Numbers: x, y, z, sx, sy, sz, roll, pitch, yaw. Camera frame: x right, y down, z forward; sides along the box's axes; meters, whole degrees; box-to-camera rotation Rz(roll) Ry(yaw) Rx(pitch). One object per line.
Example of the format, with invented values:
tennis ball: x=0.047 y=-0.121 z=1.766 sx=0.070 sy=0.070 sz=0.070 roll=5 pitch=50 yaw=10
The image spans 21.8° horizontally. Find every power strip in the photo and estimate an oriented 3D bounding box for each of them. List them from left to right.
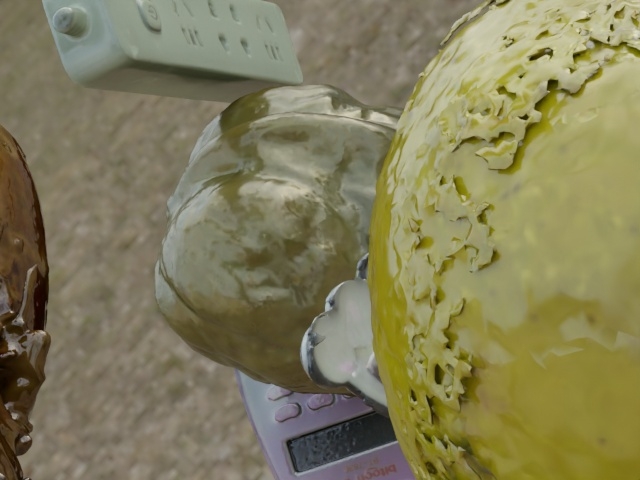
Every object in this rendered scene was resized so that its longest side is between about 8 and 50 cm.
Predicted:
power strip: x=-0.121 y=-0.174 z=1.439 sx=0.062 sy=0.091 sz=0.385 roll=-21 pitch=-6 yaw=21

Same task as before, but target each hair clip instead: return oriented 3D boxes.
hair clip: x=0.066 y=0.044 z=1.020 sx=0.172 sy=0.116 sz=0.049 roll=-54 pitch=10 yaw=-23

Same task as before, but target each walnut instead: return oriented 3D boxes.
walnut: x=0.000 y=0.002 z=1.462 sx=0.253 sy=0.277 sz=0.282 roll=116 pitch=166 yaw=-67

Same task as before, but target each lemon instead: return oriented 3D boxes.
lemon: x=0.147 y=0.029 z=0.627 sx=0.258 sy=0.310 sz=0.258 roll=-15 pitch=29 yaw=9

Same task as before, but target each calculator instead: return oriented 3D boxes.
calculator: x=0.014 y=0.141 z=1.720 sx=0.194 sy=0.294 sz=0.043 roll=-20 pitch=-9 yaw=10

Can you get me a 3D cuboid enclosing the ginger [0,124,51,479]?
ginger: x=-0.234 y=0.065 z=0.923 sx=0.254 sy=0.176 sz=0.418 roll=137 pitch=141 yaw=-54
